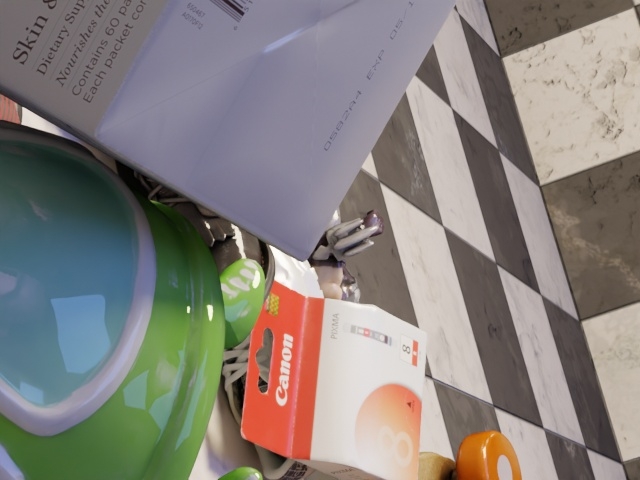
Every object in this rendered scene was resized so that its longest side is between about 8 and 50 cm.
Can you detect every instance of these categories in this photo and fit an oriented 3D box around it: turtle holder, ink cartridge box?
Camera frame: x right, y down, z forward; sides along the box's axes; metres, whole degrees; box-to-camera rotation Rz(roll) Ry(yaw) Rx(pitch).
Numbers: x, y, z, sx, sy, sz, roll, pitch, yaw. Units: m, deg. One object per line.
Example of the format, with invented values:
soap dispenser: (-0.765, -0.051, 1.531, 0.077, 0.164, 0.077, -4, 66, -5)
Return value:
turtle holder: (-0.187, 0.090, 0.883, 0.227, 0.243, 0.320, 36, 68, -34)
ink cartridge box: (0.015, 0.115, 1.497, 0.179, 0.045, 0.145, 30, 56, -44)

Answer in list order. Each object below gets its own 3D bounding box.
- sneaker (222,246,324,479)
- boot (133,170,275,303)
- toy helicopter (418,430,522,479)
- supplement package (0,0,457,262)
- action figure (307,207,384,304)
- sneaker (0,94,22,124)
sneaker: (-0.048, 0.083, 1.522, 0.095, 0.090, 0.235, -18, 85, -58)
boot: (-0.138, -0.067, 1.429, 0.229, 0.091, 0.263, 46, 24, -42)
toy helicopter: (0.061, 0.294, 1.603, 0.355, 0.140, 0.235, 7, 72, -59)
supplement package: (-0.098, -0.153, 0.893, 0.262, 0.199, 0.198, 29, -1, 32)
action figure: (0.000, 0.000, 1.656, 0.185, 0.099, 0.285, 125, -43, -57)
sneaker: (-0.255, -0.072, 1.016, 0.276, 0.097, 0.135, 28, 44, -63)
